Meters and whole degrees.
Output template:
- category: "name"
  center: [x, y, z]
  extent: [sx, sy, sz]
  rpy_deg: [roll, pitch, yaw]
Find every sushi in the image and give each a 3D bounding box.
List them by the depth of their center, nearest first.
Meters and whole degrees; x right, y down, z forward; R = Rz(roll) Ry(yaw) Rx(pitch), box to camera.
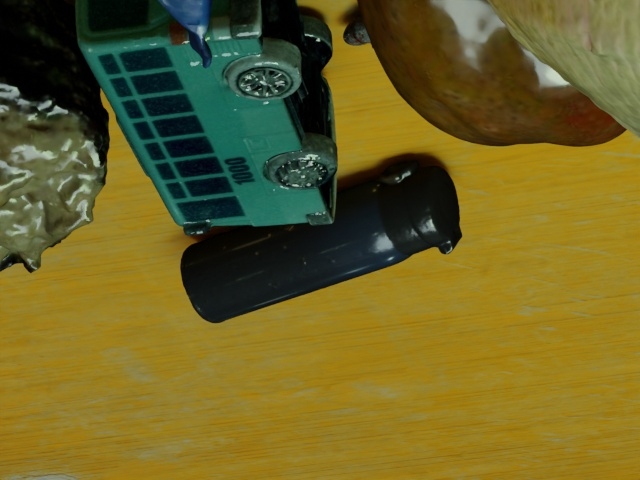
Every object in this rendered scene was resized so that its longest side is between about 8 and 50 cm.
- category: "sushi"
  center: [-0.317, -0.071, 1.318]
  extent: [0.350, 0.171, 0.211]
  rpy_deg: [-1, 152, -6]

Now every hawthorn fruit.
- category: "hawthorn fruit"
  center: [0.114, -0.176, 1.151]
  extent: [0.208, 0.208, 0.248]
  rpy_deg: [-15, 135, 23]

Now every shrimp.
- category: "shrimp"
  center: [0.049, -0.153, 1.340]
  extent: [0.029, 0.038, 0.092]
  rpy_deg: [-38, 176, -38]

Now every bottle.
- category: "bottle"
  center: [0.000, 0.000, 1.605]
  extent: [0.244, 0.082, 0.072]
  rpy_deg: [-18, -166, 29]

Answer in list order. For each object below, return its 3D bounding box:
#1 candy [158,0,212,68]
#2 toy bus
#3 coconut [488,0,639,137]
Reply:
- category: "candy"
  center: [-0.101, -0.236, 1.000]
  extent: [0.077, 0.187, 0.331]
  rpy_deg: [-14, 152, -6]
- category: "toy bus"
  center: [-0.069, -0.112, 1.311]
  extent: [0.147, 0.128, 0.256]
  rpy_deg: [-5, 151, 9]
- category: "coconut"
  center: [0.243, -0.173, 0.858]
  extent: [0.404, 0.404, 0.404]
  rpy_deg: [-2, 154, -1]
